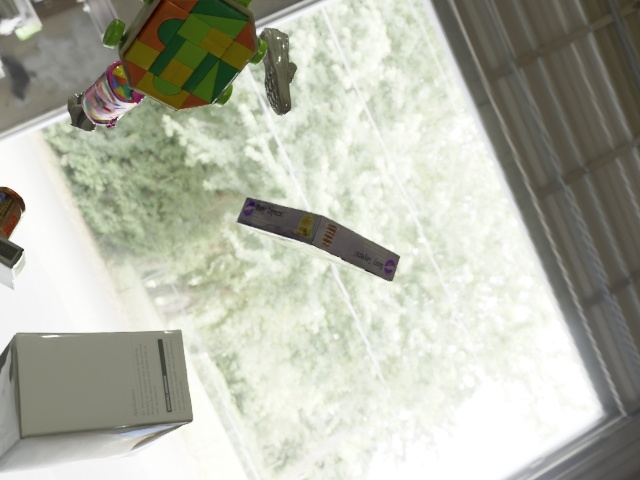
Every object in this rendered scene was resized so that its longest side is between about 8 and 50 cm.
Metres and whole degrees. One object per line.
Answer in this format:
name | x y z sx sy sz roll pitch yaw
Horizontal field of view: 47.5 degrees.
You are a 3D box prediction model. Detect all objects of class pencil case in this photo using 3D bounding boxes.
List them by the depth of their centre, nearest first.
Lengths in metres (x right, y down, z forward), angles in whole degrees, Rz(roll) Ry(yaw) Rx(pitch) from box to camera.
pencil case | -0.453 -0.322 1.609 0.236 0.104 0.104 -11 -73 60

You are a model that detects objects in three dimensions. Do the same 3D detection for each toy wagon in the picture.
toy wagon | -0.231 -0.399 1.377 0.267 0.344 0.068 24 37 -35

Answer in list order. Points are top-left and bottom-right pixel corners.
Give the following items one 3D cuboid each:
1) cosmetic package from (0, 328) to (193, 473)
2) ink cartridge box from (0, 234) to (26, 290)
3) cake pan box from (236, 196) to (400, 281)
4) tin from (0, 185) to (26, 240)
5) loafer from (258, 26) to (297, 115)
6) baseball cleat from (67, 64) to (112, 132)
cosmetic package | -0.328 0.223 0.999 0.224 0.225 0.138 -39 -125 46
ink cartridge box | -0.828 0.006 1.704 0.275 0.060 0.239 31 -23 -10
cake pan box | 0.000 0.000 1.505 0.267 0.070 0.246 26 -5 -41
tin | -0.823 -0.057 1.858 0.106 0.189 0.040 39 27 -6
loafer | -0.124 -0.548 2.352 0.112 0.112 0.319 140 -55 -59
baseball cleat | -0.645 -0.410 2.041 0.110 0.205 0.072 21 -5 -4
